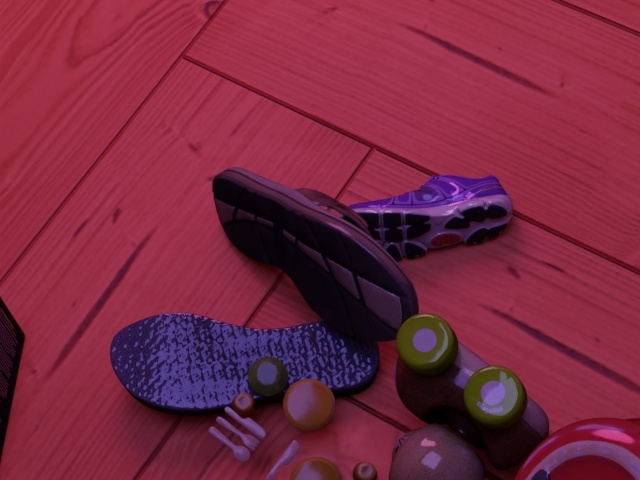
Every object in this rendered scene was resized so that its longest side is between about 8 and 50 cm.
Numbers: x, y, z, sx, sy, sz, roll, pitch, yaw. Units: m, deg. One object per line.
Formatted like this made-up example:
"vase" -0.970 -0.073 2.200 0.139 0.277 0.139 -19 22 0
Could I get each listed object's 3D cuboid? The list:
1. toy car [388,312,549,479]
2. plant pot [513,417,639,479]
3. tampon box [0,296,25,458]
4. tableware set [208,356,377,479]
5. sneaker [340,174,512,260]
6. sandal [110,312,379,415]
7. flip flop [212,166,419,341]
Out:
"toy car" 0.093 0.183 1.364 0.149 0.155 0.188 37 85 25
"plant pot" 0.255 0.230 1.248 0.191 0.174 0.191 -13 68 35
"tampon box" -0.364 0.136 1.482 0.120 0.101 0.161 1 60 9
"tableware set" -0.017 0.180 1.424 0.154 0.024 0.104 35 75 7
"sneaker" 0.102 -0.028 1.535 0.170 0.068 0.071 -7 44 -4
"sandal" -0.072 0.123 1.479 0.254 0.054 0.097 2 68 -1
"flip flop" 0.000 0.000 1.490 0.080 0.112 0.277 -22 36 -33
